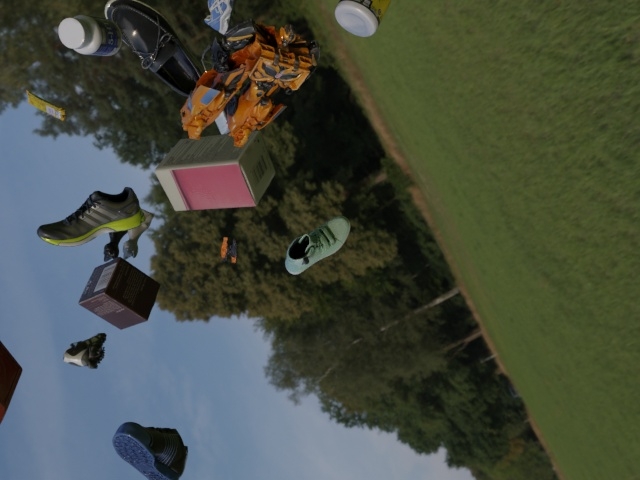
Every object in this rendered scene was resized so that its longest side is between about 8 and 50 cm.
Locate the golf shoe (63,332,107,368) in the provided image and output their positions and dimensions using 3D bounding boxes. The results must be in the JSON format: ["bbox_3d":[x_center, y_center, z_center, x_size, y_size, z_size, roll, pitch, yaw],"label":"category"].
[{"bbox_3d":[-0.613,0.282,1.478,0.198,0.093,0.077,171,103,-77],"label":"golf shoe"}]

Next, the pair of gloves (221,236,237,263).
[{"bbox_3d":[-0.269,0.027,1.664,0.010,0.083,0.074,3,-86,-41],"label":"pair of gloves"}]

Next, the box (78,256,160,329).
[{"bbox_3d":[-0.741,0.199,2.096,0.203,0.166,0.169,44,-140,-35],"label":"box"}]

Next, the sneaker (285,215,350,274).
[{"bbox_3d":[0.000,0.001,1.750,0.094,0.256,0.151,47,166,11],"label":"sneaker"}]

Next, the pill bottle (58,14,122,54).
[{"bbox_3d":[-0.691,-0.615,1.699,0.112,0.111,0.187,59,-162,-8],"label":"pill bottle"}]

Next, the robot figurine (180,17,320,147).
[{"bbox_3d":[-0.128,-0.282,1.035,0.210,0.291,0.085,2,-114,-38],"label":"robot figurine"}]

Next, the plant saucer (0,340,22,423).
[{"bbox_3d":[-0.832,0.301,1.395,0.259,0.047,0.258,64,172,-22],"label":"plant saucer"}]

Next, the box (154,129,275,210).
[{"bbox_3d":[-0.250,-0.167,1.367,0.149,0.232,0.127,-67,-33,-46],"label":"box"}]

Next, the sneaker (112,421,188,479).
[{"bbox_3d":[-0.323,0.395,1.099,0.232,0.081,0.091,77,-160,-45],"label":"sneaker"}]

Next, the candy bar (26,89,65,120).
[{"bbox_3d":[-0.761,-0.372,1.562,0.161,0.040,0.018,26,-145,22],"label":"candy bar"}]

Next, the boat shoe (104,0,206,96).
[{"bbox_3d":[-0.643,-0.767,2.277,0.500,0.186,0.156,44,-166,-35],"label":"boat shoe"}]

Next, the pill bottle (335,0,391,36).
[{"bbox_3d":[0.207,-1.017,2.291,0.187,0.334,0.188,25,171,4],"label":"pill bottle"}]

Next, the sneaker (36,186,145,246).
[{"bbox_3d":[-0.659,-0.076,1.622,0.111,0.299,0.121,33,134,40],"label":"sneaker"}]

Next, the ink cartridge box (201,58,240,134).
[{"bbox_3d":[-0.274,-0.408,1.632,0.209,0.045,0.206,68,-163,-6],"label":"ink cartridge box"}]

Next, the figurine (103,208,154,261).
[{"bbox_3d":[-0.778,-0.016,2.268,0.092,0.214,0.210,34,-120,-46],"label":"figurine"}]

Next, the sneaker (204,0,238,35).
[{"bbox_3d":[-0.285,-0.707,1.657,0.081,0.211,0.080,22,-139,-6],"label":"sneaker"}]
